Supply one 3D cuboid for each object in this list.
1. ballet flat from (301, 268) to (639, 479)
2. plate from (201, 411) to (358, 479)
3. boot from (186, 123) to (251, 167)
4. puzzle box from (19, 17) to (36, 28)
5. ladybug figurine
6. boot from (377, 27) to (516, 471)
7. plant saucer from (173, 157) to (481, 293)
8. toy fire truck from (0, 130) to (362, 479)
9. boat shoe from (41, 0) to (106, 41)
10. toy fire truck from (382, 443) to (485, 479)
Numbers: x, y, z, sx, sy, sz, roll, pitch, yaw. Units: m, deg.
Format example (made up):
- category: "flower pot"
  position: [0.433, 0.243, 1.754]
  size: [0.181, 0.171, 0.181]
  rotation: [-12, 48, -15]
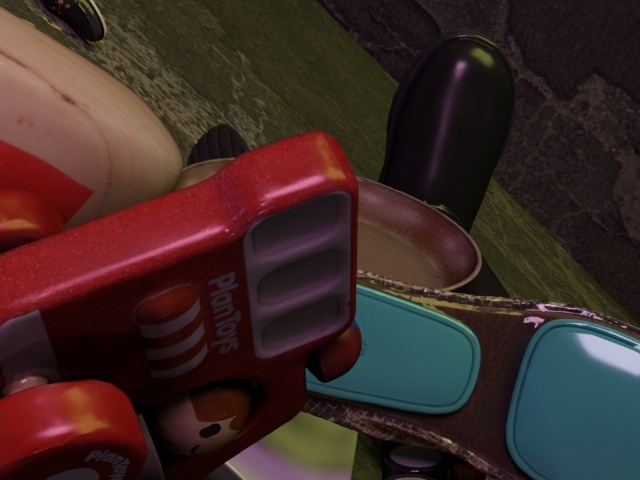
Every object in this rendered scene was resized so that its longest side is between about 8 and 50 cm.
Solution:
- category: "ballet flat"
  position: [0.141, 0.120, 1.204]
  size: [0.483, 0.164, 0.182]
  rotation: [17, -4, 3]
- category: "plate"
  position: [-0.085, 0.128, 1.215]
  size: [0.278, 0.045, 0.277]
  rotation: [43, 15, -9]
- category: "boot"
  position: [-0.052, -0.004, 1.595]
  size: [0.161, 0.083, 0.246]
  rotation: [34, 24, -57]
- category: "puzzle box"
  position: [-0.325, -0.129, 1.232]
  size: [0.272, 0.052, 0.409]
  rotation: [53, 18, 23]
- category: "ladybug figurine"
  position: [-0.292, -0.100, 0.873]
  size: [0.449, 0.162, 0.305]
  rotation: [30, -2, -33]
- category: "boot"
  position: [0.146, 0.007, 1.563]
  size: [0.146, 0.367, 0.445]
  rotation: [14, 24, -9]
- category: "plant saucer"
  position: [0.000, 0.000, 1.397]
  size: [0.311, 0.050, 0.310]
  rotation: [12, 21, -5]
- category: "toy fire truck"
  position: [-0.092, 0.074, 0.852]
  size: [0.302, 0.254, 0.169]
  rotation: [86, -19, -57]
- category: "boat shoe"
  position: [-0.303, -0.281, 1.683]
  size: [0.133, 0.049, 0.042]
  rotation: [51, 43, -6]
- category: "toy fire truck"
  position: [0.165, 0.279, 1.154]
  size: [0.246, 0.158, 0.217]
  rotation: [3, 17, 5]
